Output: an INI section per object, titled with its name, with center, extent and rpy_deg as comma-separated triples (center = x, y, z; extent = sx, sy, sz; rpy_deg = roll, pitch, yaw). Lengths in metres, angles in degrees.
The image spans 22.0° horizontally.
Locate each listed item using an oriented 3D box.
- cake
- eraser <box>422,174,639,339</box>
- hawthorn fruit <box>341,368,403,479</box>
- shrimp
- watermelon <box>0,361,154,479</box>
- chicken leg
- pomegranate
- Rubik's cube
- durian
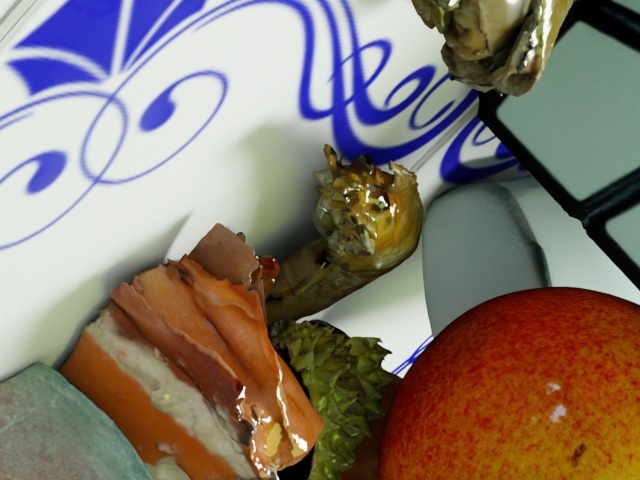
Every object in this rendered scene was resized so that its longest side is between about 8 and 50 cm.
[cake]
center = -0.097, 0.110, 0.949
extent = 0.098, 0.135, 0.287
rpy_deg = -46, -179, -41
[eraser]
center = 0.192, 0.036, 1.257
extent = 0.104, 0.189, 0.290
rpy_deg = -16, 178, 33
[hawthorn fruit]
center = 0.017, 0.213, 1.179
extent = 0.258, 0.262, 0.258
rpy_deg = -34, -178, 1
[shrimp]
center = 0.000, 0.000, 0.952
extent = 0.150, 0.068, 0.249
rpy_deg = -30, 166, -15
[watermelon]
center = -0.191, 0.223, 0.830
extent = 0.226, 0.318, 0.148
rpy_deg = 15, 141, -19
[chicken leg]
center = 0.100, -0.130, 0.813
extent = 0.125, 0.080, 0.196
rpy_deg = -53, 165, -4
[pomegranate]
center = 0.154, 0.148, 0.987
extent = 0.221, 0.257, 0.221
rpy_deg = -24, 145, -18
[Rubik's cube]
center = 0.316, -0.086, 1.037
extent = 0.293, 0.288, 0.283
rpy_deg = -44, 162, 18
[durian]
center = 0.002, 0.108, 1.020
extent = 0.108, 0.119, 0.186
rpy_deg = -14, 168, -29
